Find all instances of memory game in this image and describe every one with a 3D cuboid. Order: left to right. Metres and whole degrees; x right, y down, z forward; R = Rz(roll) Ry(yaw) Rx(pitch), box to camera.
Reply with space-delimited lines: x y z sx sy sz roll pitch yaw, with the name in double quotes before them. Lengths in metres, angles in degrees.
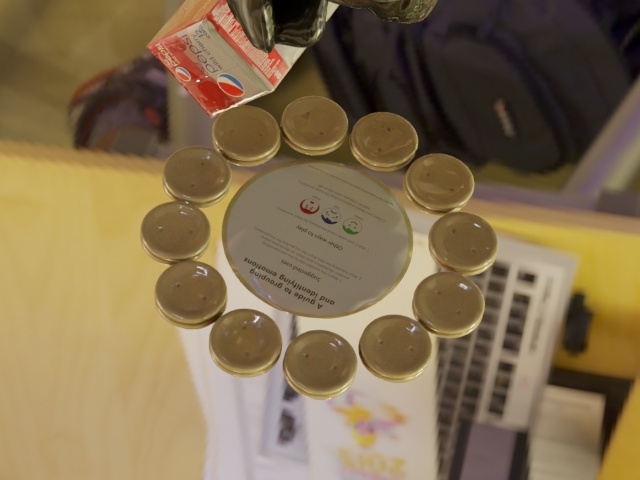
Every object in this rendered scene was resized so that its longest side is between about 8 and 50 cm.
"memory game" 0.000 0.000 0.897 0.186 0.186 0.012 15 145 4

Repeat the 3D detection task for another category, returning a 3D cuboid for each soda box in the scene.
"soda box" -0.027 -0.223 1.442 0.083 0.263 0.092 48 145 -19

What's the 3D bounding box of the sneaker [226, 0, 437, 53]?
"sneaker" 0.047 -0.173 0.799 0.286 0.109 0.130 -23 82 50
